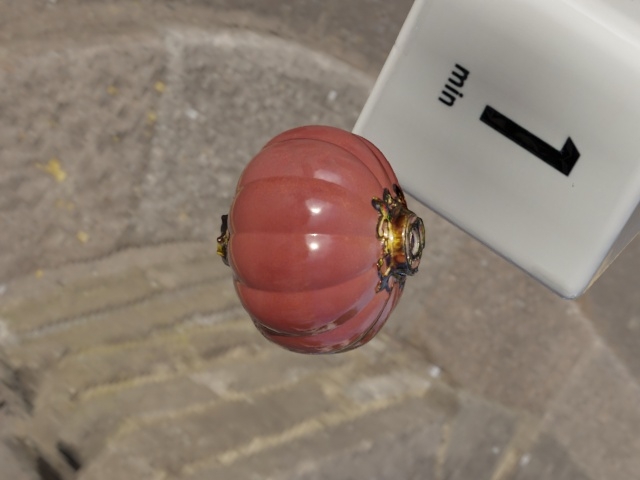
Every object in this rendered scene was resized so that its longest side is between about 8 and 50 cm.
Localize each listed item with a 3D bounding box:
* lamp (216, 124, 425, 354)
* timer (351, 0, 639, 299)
[{"bbox_3d":[0.000,0.000,0.728,0.107,0.092,0.108,2,90,-68],"label":"lamp"},{"bbox_3d":[0.166,-0.108,1.092,0.192,0.195,0.194,-36,156,-54],"label":"timer"}]
